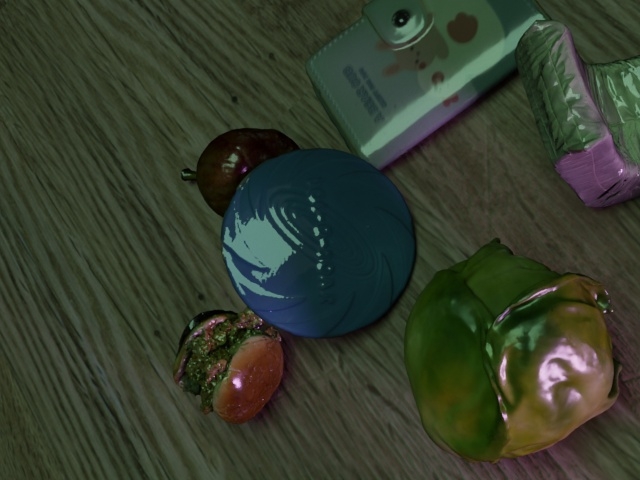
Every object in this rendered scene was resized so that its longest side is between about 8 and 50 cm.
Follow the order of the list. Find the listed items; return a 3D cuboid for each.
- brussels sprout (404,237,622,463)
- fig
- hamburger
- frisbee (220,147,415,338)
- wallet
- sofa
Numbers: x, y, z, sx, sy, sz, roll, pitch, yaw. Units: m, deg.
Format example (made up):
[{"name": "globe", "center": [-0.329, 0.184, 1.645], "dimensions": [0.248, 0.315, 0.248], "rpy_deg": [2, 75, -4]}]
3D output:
[{"name": "brussels sprout", "center": [0.236, 0.137, 1.191], "dimensions": [0.259, 0.227, 0.294], "rpy_deg": [49, 132, 42]}, {"name": "fig", "center": [-0.146, -0.105, 1.539], "dimensions": [0.274, 0.170, 0.145], "rpy_deg": [2, 101, 54]}, {"name": "hamburger", "center": [-0.122, 0.178, 1.407], "dimensions": [0.131, 0.159, 0.185], "rpy_deg": [29, 107, 36]}, {"name": "frisbee", "center": [0.000, -0.002, 1.384], "dimensions": [0.289, 0.049, 0.289], "rpy_deg": [1, 78, -7]}, {"name": "wallet", "center": [0.157, -0.293, 1.478], "dimensions": [0.360, 0.083, 0.252], "rpy_deg": [-35, 65, 12]}, {"name": "sofa", "center": [0.380, -0.175, 1.232], "dimensions": [0.176, 0.225, 0.210], "rpy_deg": [-23, 61, 23]}]
